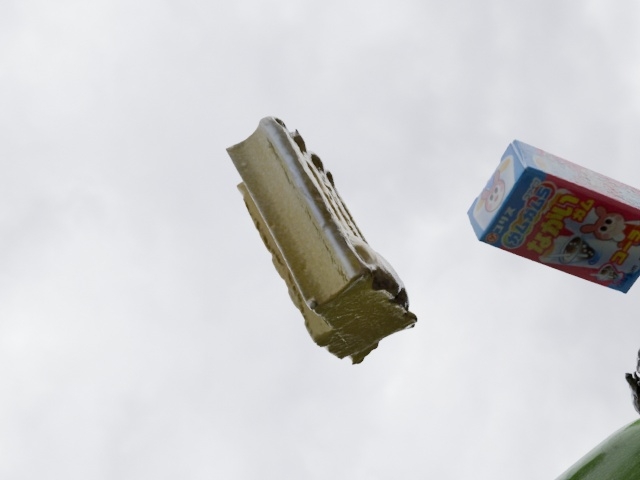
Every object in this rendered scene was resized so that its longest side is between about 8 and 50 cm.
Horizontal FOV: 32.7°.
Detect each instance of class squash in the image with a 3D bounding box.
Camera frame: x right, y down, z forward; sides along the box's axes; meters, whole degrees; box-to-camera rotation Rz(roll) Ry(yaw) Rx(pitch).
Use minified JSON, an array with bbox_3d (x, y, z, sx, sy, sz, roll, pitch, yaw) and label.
[{"bbox_3d":[0.338,0.340,1.384,0.395,0.107,0.107,-44,-41,14],"label":"squash"}]

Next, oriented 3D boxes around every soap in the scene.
[{"bbox_3d":[0.000,0.000,1.486,0.281,0.143,0.259,63,-174,28],"label":"soap"}]

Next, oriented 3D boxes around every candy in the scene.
[{"bbox_3d":[0.416,-0.036,1.811,0.305,0.100,0.157,20,-59,-18],"label":"candy"}]

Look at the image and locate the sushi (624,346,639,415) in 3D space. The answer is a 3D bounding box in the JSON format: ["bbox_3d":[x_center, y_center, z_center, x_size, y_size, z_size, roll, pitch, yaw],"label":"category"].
[{"bbox_3d":[0.574,0.234,1.675,0.225,0.219,0.239,22,-115,-4],"label":"sushi"}]
